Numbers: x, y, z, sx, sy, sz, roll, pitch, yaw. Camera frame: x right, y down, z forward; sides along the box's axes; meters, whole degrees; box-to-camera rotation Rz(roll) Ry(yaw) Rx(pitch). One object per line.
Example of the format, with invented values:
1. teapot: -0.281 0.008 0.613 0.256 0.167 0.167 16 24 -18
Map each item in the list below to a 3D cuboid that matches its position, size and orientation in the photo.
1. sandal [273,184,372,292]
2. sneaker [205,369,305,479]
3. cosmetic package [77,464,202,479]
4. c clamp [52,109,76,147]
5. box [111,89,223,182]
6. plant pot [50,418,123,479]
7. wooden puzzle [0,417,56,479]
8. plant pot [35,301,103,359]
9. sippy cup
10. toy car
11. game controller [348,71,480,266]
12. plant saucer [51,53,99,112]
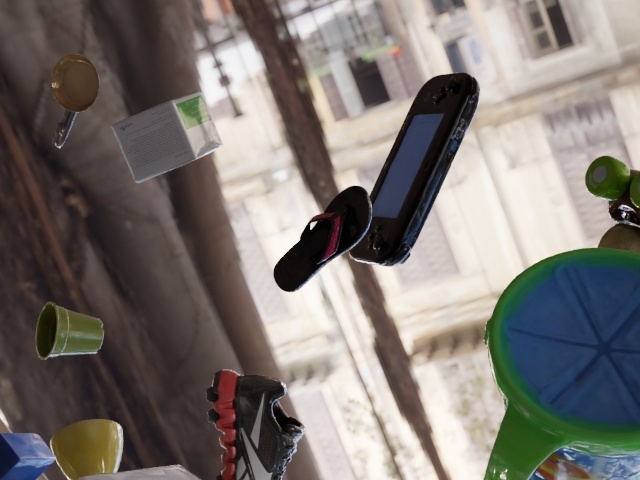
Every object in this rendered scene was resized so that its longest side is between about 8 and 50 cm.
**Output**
1. sandal: 0.000 0.000 1.756 0.179 0.067 0.040 -46 152 15
2. sneaker: -0.085 0.322 1.940 0.135 0.276 0.097 -5 -176 6
3. cosmetic package: -0.180 0.313 1.448 0.117 0.085 0.231 30 -174 22
4. c clamp: -0.396 -0.214 2.107 0.137 0.022 0.161 -102 -144 -62
5. box: -0.205 -0.141 1.790 0.102 0.087 0.101 -19 -172 22
6. plant pot: -0.423 0.403 2.442 0.134 0.134 0.095 -21 -124 5
7. wooden puzzle: -0.463 0.237 1.687 0.080 0.348 0.322 -41 162 8
8. plant pot: -0.358 0.133 1.911 0.079 0.083 0.083 9 174 -32
9. sippy cup: 0.289 0.164 1.391 0.305 0.224 0.240 -13 -127 -4
10. toy car: 0.384 0.015 1.572 0.155 0.188 0.149 17 -177 -34
11. game controller: 0.139 -0.107 2.007 0.166 0.067 0.319 13 -104 58
12. plant saucer: -0.346 -0.225 1.893 0.083 0.083 0.015 -16 -179 26
